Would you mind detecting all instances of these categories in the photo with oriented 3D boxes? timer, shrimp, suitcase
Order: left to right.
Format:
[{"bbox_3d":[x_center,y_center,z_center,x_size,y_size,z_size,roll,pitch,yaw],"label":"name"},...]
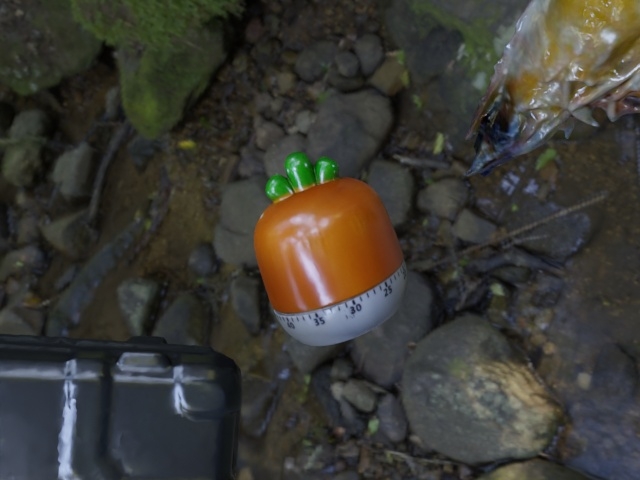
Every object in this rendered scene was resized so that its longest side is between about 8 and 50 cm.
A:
[{"bbox_3d":[-0.188,0.148,0.466,0.066,0.286,0.206,-161,75,-79],"label":"suitcase"},{"bbox_3d":[0.000,0.000,0.611,0.099,0.136,0.136,-27,49,0],"label":"timer"},{"bbox_3d":[0.193,-0.111,0.515,0.164,0.062,0.317,45,143,5],"label":"shrimp"}]
